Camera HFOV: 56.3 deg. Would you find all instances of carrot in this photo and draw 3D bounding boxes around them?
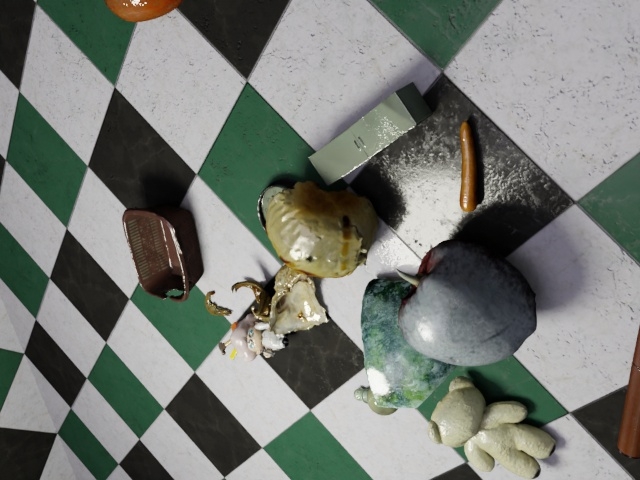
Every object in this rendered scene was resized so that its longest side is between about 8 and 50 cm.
[{"bbox_3d":[0.296,-0.147,1.194,0.037,0.037,0.190,9,116,33],"label":"carrot"}]

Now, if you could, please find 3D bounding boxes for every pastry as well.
[{"bbox_3d":[-0.009,0.003,1.374,0.256,0.170,0.237,15,134,-7],"label":"pastry"}]

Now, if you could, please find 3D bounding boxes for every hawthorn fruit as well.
[{"bbox_3d":[-0.384,-0.600,1.357,0.251,0.199,0.199,6,119,19],"label":"hawthorn fruit"}]

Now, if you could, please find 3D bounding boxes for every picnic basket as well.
[{"bbox_3d":[-0.451,0.022,1.781,0.222,0.129,0.297,11,121,30],"label":"picnic basket"}]

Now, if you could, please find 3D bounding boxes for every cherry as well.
[{"bbox_3d":[0.284,0.126,1.210,0.296,0.255,0.218,25,153,8],"label":"cherry"}]

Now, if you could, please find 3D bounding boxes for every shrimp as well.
[{"bbox_3d":[-0.320,0.198,1.855,0.114,0.023,0.083,12,118,36],"label":"shrimp"}]

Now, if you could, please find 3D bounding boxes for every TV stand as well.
[{"bbox_3d":[0.101,-0.219,1.260,0.269,0.088,0.083,-32,94,44],"label":"TV stand"}]

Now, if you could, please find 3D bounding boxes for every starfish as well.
[{"bbox_3d":[-0.180,0.162,1.649,0.146,0.074,0.190,54,174,-9],"label":"starfish"}]

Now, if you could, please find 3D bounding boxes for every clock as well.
[{"bbox_3d":[-0.082,-0.064,1.516,0.184,0.040,0.185,18,125,28],"label":"clock"}]

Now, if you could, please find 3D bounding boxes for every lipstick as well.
[{"bbox_3d":[0.630,0.280,1.166,0.057,0.057,0.357,12,122,31],"label":"lipstick"}]

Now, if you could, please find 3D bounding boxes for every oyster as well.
[{"bbox_3d":[-0.066,0.147,1.584,0.107,0.161,0.233,-124,31,-48],"label":"oyster"}]

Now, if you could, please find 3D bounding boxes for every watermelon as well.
[{"bbox_3d":[0.241,0.222,1.399,0.289,0.214,0.320,-17,62,10],"label":"watermelon"}]

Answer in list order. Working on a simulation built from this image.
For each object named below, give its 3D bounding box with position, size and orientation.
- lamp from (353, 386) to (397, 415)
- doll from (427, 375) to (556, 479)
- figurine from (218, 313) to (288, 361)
[{"bbox_3d":[0.143,0.414,1.598,0.163,0.091,0.091,-11,108,57],"label":"lamp"},{"bbox_3d":[0.400,0.452,1.411,0.278,0.175,0.149,28,167,11],"label":"doll"},{"bbox_3d":[-0.188,0.283,1.750,0.229,0.112,0.137,-7,86,32],"label":"figurine"}]
